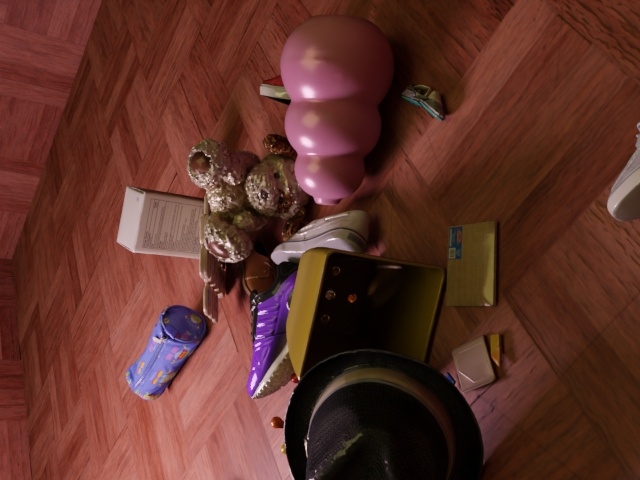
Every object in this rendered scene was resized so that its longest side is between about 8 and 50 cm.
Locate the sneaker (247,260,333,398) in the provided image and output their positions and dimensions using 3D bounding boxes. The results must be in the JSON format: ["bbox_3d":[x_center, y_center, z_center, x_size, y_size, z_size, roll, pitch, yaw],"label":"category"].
[{"bbox_3d":[-0.091,0.170,1.375,0.146,0.102,0.293,35,108,27],"label":"sneaker"}]

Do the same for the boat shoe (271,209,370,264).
[{"bbox_3d":[0.000,0.000,1.332,0.267,0.096,0.088,-24,36,56],"label":"boat shoe"}]

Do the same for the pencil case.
[{"bbox_3d":[-0.411,0.296,1.810,0.119,0.133,0.306,47,127,13],"label":"pencil case"}]

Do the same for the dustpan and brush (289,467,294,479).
[{"bbox_3d":[-0.026,0.435,1.301,0.147,0.060,0.211,19,99,54],"label":"dustpan and brush"}]

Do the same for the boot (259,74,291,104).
[{"bbox_3d":[-0.028,-0.373,1.450,0.244,0.088,0.176,11,92,47],"label":"boot"}]

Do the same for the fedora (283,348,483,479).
[{"bbox_3d":[0.073,0.328,0.976,0.334,0.334,0.152,-63,-4,25],"label":"fedora"}]

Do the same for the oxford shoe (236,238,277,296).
[{"bbox_3d":[-0.124,0.077,1.505,0.076,0.076,0.212,-48,47,20],"label":"oxford shoe"}]

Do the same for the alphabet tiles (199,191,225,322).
[{"bbox_3d":[-0.245,0.042,1.584,0.284,0.021,0.278,89,179,-75],"label":"alphabet tiles"}]

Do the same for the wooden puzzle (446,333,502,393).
[{"bbox_3d":[0.231,0.186,1.034,0.116,0.014,0.078,-30,55,48],"label":"wooden puzzle"}]

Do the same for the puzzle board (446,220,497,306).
[{"bbox_3d":[0.233,0.037,1.063,0.096,0.011,0.128,-8,76,55],"label":"puzzle board"}]

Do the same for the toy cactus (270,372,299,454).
[{"bbox_3d":[0.002,0.291,1.251,0.180,0.112,0.219,-35,23,21],"label":"toy cactus"}]

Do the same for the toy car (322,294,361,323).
[{"bbox_3d":[0.028,0.147,1.300,0.122,0.040,0.060,-59,41,28],"label":"toy car"}]

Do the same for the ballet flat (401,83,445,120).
[{"bbox_3d":[0.180,-0.239,1.169,0.114,0.041,0.041,45,119,48],"label":"ballet flat"}]

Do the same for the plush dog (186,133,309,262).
[{"bbox_3d":[-0.127,-0.104,1.452,0.225,0.210,0.262,-6,105,16],"label":"plush dog"}]

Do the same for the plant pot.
[{"bbox_3d":[0.049,0.114,1.152,0.187,0.212,0.212,-155,76,-65],"label":"plant pot"}]

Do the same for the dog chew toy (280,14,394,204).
[{"bbox_3d":[0.025,-0.231,1.259,0.206,0.206,0.332,17,105,54],"label":"dog chew toy"}]

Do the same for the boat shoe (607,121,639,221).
[{"bbox_3d":[0.413,-0.121,0.795,0.227,0.079,0.081,-51,38,27],"label":"boat shoe"}]

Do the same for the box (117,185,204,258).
[{"bbox_3d":[-0.367,-0.041,1.725,0.127,0.232,0.149,19,98,53],"label":"box"}]
